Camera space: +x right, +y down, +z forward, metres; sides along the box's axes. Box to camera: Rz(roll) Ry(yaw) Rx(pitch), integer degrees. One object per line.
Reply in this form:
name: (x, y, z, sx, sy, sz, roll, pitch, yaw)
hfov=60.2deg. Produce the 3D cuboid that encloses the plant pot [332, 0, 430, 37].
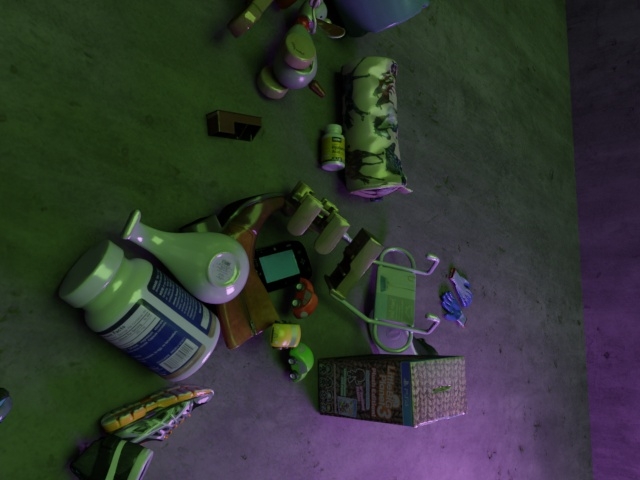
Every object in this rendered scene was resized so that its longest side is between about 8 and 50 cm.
plant pot: (0.137, -0.776, 1.535, 0.341, 0.341, 0.334, -49, 125, -39)

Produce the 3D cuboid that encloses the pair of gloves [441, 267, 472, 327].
pair of gloves: (0.471, 0.202, 1.901, 0.159, 0.023, 0.198, 51, 50, -25)

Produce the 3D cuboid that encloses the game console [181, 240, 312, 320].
game console: (-0.158, 0.062, 1.261, 0.361, 0.044, 0.213, -14, 93, -47)

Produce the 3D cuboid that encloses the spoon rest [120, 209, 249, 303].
spoon rest: (-0.249, 0.025, 1.037, 0.276, 0.084, 0.137, 33, 74, -37)

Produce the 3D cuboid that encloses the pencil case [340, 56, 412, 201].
pencil case: (0.153, -0.322, 1.564, 0.184, 0.160, 0.410, 2, 81, -29)

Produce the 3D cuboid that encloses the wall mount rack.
wall mount rack: (0.171, 0.117, 1.510, 0.304, 0.130, 0.350, 13, 52, -5)

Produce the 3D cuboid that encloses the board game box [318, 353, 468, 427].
board game box: (0.177, 0.362, 1.374, 0.232, 0.291, 0.141, 7, 78, -46)

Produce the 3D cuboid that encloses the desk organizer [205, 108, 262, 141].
desk organizer: (-0.197, -0.265, 1.278, 0.130, 0.047, 0.050, -2, 87, -46)

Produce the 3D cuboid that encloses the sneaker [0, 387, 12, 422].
sneaker: (-0.542, 0.337, 0.797, 0.262, 0.104, 0.125, -56, 139, -31)

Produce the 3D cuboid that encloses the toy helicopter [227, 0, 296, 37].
toy helicopter: (-0.103, -0.596, 1.298, 0.140, 0.235, 0.355, 48, 53, -29)

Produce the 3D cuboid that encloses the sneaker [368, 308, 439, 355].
sneaker: (0.245, 0.304, 1.607, 0.295, 0.104, 0.147, 51, 17, -2)

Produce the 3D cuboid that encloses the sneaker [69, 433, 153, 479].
sneaker: (-0.385, 0.432, 0.947, 0.121, 0.079, 0.217, 26, 90, 3)

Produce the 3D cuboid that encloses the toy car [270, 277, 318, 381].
toy car: (-0.046, 0.233, 1.284, 0.239, 0.053, 0.225, -58, 147, -58)

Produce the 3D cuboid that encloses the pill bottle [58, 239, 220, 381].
pill bottle: (-0.323, 0.127, 0.999, 0.264, 0.153, 0.153, 47, 53, -30)

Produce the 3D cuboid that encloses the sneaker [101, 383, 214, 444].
sneaker: (-0.300, 0.333, 1.043, 0.215, 0.084, 0.083, -15, 94, -36)

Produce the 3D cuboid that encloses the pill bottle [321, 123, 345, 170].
pill bottle: (0.034, -0.253, 1.501, 0.065, 0.065, 0.116, 10, 75, -45)

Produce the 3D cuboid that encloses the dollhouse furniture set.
dollhouse furniture set: (0.000, 0.000, 1.306, 0.242, 0.212, 0.161, 35, 98, -15)

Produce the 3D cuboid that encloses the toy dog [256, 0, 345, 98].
toy dog: (-0.020, -0.481, 1.400, 0.161, 0.220, 0.333, 34, 73, -18)

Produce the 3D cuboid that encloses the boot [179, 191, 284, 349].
boot: (-0.139, 0.054, 1.185, 0.264, 0.096, 0.280, -34, 107, -43)
